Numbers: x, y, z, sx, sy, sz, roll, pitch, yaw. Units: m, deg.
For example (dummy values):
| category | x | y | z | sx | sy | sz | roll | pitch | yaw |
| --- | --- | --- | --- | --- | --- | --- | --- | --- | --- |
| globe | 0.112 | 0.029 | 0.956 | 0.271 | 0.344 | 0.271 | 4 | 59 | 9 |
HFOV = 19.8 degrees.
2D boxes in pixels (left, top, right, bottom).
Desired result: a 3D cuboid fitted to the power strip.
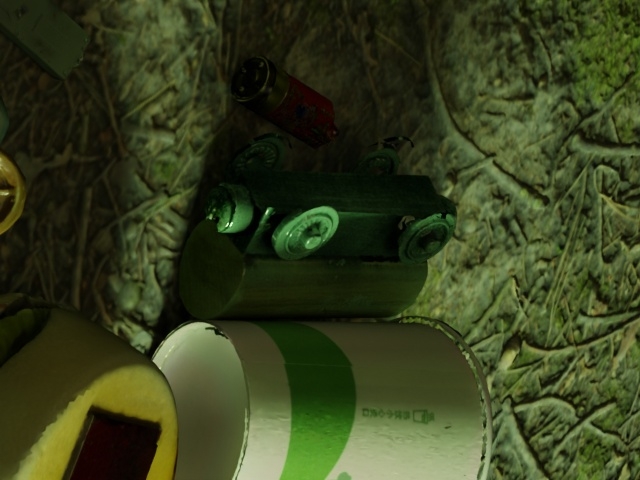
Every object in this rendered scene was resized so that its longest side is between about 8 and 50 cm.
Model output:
| category | x | y | z | sx | sy | sz | roll | pitch | yaw |
| --- | --- | --- | --- | --- | --- | --- | --- | --- | --- |
| power strip | -0.248 | -0.190 | 1.542 | 0.136 | 0.019 | 0.051 | 42 | 73 | -42 |

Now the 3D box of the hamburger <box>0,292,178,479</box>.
| category | x | y | z | sx | sy | sz | roll | pitch | yaw |
| --- | --- | --- | --- | --- | --- | --- | --- | --- | --- |
| hamburger | -0.249 | 0.188 | 1.526 | 0.302 | 0.170 | 0.302 | -41 | 141 | -45 |

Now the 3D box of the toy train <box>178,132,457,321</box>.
| category | x | y | z | sx | sy | sz | roll | pitch | yaw |
| --- | --- | --- | --- | --- | --- | --- | --- | --- | --- |
| toy train | -0.005 | -0.004 | 1.769 | 0.307 | 0.126 | 0.189 | 1 | 139 | -44 |

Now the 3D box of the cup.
| category | x | y | z | sx | sy | sz | roll | pitch | yaw |
| --- | --- | --- | --- | --- | --- | --- | --- | --- | --- |
| cup | -0.014 | 0.178 | 1.722 | 0.274 | 0.253 | 0.253 | 12 | 92 | -37 |

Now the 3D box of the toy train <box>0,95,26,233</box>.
| category | x | y | z | sx | sy | sz | roll | pitch | yaw |
| --- | --- | --- | --- | --- | --- | --- | --- | --- | --- |
| toy train | -0.368 | -0.025 | 1.377 | 0.231 | 0.163 | 0.369 | 26 | 83 | -31 |

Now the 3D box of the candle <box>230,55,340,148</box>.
| category | x | y | z | sx | sy | sz | roll | pitch | yaw |
| --- | --- | --- | --- | --- | --- | --- | --- | --- | --- |
| candle | -0.027 | -0.128 | 1.749 | 0.130 | 0.052 | 0.052 | 31 | 79 | -45 |
